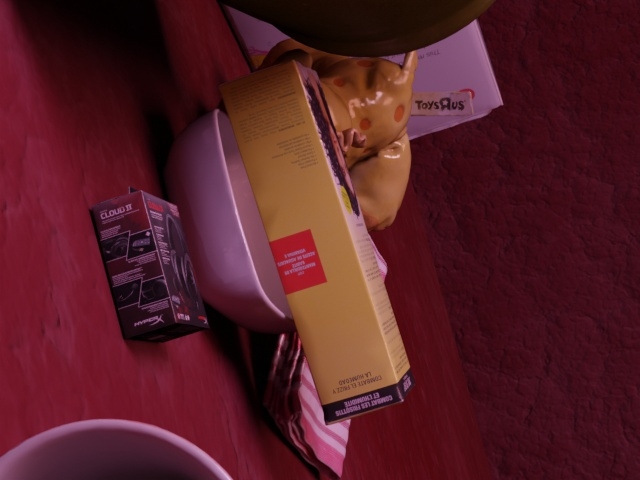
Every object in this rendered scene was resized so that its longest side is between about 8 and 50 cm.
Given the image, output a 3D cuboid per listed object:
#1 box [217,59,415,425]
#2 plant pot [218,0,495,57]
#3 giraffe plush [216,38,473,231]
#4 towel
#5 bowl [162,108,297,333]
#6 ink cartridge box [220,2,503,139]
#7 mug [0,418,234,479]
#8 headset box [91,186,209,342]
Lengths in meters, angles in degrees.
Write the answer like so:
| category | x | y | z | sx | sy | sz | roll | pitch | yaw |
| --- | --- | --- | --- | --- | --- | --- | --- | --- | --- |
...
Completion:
| category | x | y | z | sx | sy | sz | roll | pitch | yaw |
| --- | --- | --- | --- | --- | --- | --- | --- | --- | --- |
| box | 0.000 | 0.000 | 0.918 | 0.087 | 0.058 | 0.232 | -19 | 92 | -80 |
| plant pot | 0.008 | -0.282 | 0.866 | 0.353 | 0.367 | 0.366 | 43 | 30 | -71 |
| giraffe plush | -0.010 | -0.084 | 1.096 | 0.170 | 0.210 | 0.181 | -18 | 90 | -52 |
| towel | 0.012 | 0.069 | 1.049 | 0.144 | 0.029 | 0.197 | 58 | 42 | -57 |
| bowl | -0.059 | -0.005 | 0.923 | 0.142 | 0.053 | 0.142 | 47 | 26 | -70 |
| ink cartridge box | 0.029 | -0.244 | 1.357 | 0.131 | 0.226 | 0.306 | -97 | 166 | -45 |
| mug | -0.069 | 0.148 | 0.513 | 0.113 | 0.150 | 0.169 | 37 | -6 | 17 |
| headset box | -0.094 | 0.012 | 0.756 | 0.062 | 0.032 | 0.083 | 31 | 44 | -76 |
